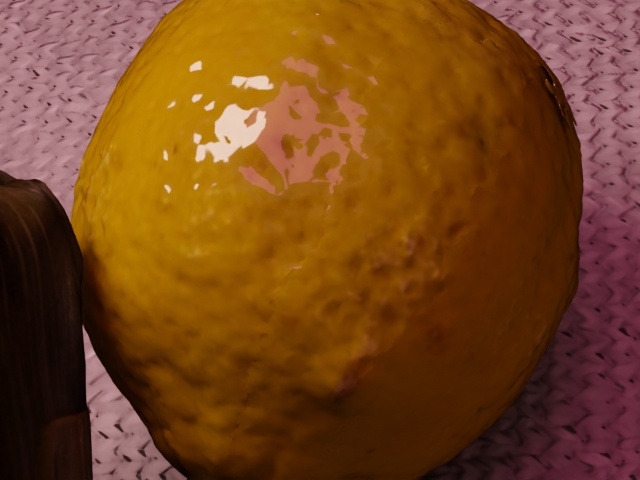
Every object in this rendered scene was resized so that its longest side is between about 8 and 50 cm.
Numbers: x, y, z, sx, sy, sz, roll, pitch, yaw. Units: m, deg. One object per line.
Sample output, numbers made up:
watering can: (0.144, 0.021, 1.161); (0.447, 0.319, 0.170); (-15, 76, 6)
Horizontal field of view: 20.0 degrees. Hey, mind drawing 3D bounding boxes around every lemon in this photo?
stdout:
lemon: (0.000, 0.000, 1.194); (0.350, 0.350, 0.387); (10, 75, 23)

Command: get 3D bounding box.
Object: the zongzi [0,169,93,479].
zongzi: (-0.172, 0.200, 1.053); (0.432, 0.403, 0.208); (36, 22, 30)
